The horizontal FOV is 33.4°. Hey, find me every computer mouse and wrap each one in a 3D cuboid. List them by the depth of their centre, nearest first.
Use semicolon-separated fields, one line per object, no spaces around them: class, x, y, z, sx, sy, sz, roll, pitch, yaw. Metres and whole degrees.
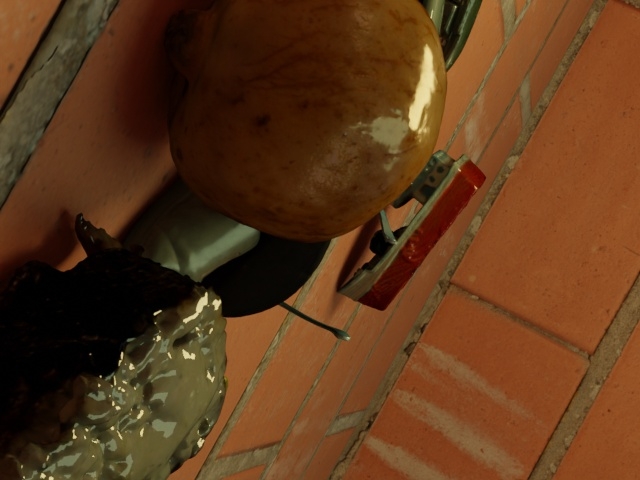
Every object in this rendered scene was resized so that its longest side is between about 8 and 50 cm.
computer mouse;-0.037;-0.009;1.090;0.269;0.086;0.137;-46;-149;35

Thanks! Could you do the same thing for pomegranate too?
pomegranate;-0.018;-0.118;0.869;0.248;0.248;0.248;-55;165;-22

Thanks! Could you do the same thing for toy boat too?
toy boat;0.175;-0.326;1.450;0.085;0.078;0.260;-18;137;-44
toy boat;0.140;-0.019;1.862;0.332;0.133;0.145;-55;175;21

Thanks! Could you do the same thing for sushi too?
sushi;-0.201;0.123;0.789;0.343;0.182;0.196;-49;157;-42

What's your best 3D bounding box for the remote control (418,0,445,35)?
remote control;0.109;-0.211;1.339;0.140;0.056;0.296;38;64;-81

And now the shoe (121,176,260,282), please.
shoe;-0.103;-0.014;1.018;0.251;0.100;0.103;-59;165;-26

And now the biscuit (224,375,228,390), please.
biscuit;-0.156;0.217;1.451;0.084;0.023;0.084;-53;163;-24

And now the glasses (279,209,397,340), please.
glasses;-0.021;-0.006;1.170;0.088;0.220;0.189;19;105;-37
